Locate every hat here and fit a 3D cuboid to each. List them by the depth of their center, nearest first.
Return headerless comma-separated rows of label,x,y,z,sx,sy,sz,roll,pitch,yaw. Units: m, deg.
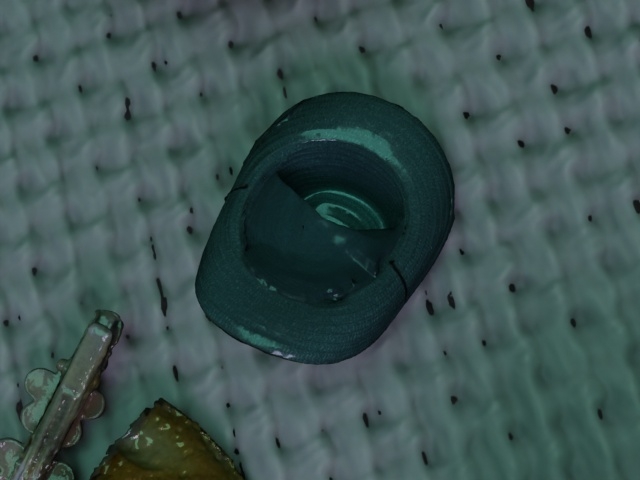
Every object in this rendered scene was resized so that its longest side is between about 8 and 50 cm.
hat,0.000,0.000,0.988,0.138,0.078,0.191,29,67,10

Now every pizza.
pizza,-0.110,0.208,0.971,0.188,0.081,0.204,-16,62,-14

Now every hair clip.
hair clip,-0.183,0.141,1.015,0.062,0.056,0.214,27,94,2
